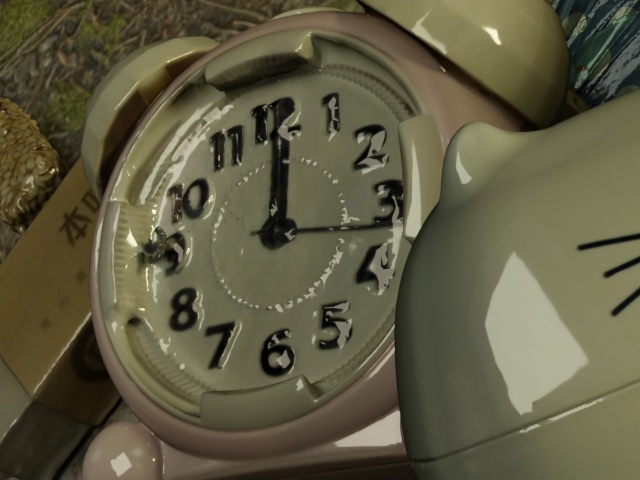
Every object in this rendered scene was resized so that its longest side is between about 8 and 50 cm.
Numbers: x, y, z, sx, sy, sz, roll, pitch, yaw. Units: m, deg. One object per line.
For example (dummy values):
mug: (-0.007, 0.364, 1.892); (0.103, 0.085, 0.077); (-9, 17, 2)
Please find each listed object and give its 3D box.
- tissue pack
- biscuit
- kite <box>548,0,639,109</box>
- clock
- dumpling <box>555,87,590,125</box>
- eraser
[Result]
tissue pack: (0.194, 0.034, 0.583); (0.333, 0.229, 0.236); (-21, 81, -5)
biscuit: (-0.266, -0.063, 1.192); (0.082, 0.070, 0.168); (-49, 44, 0)
kite: (0.226, -0.172, 0.905); (0.368, 0.014, 0.406); (-52, 46, 3)
clock: (0.000, 0.000, 0.840); (0.342, 0.184, 0.325); (-12, 72, 25)
dumpling: (0.147, -0.075, 0.880); (0.077, 0.043, 0.059); (46, 117, 37)
eraser: (-0.169, 0.017, 1.066); (0.343, 0.078, 0.144); (-53, 45, 1)
